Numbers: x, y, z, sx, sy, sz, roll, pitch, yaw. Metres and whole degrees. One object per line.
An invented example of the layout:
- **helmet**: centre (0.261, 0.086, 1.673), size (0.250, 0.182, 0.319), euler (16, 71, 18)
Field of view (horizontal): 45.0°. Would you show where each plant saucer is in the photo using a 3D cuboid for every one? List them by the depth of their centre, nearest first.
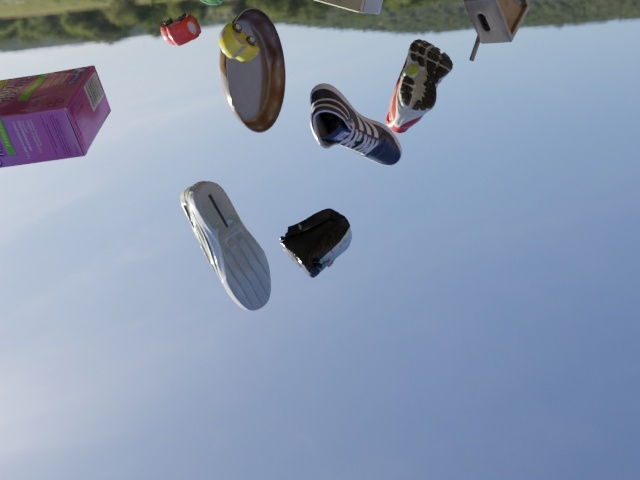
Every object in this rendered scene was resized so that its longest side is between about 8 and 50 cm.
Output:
- **plant saucer**: centre (-0.176, -0.429, 1.959), size (0.050, 0.310, 0.310), euler (4, -159, 24)

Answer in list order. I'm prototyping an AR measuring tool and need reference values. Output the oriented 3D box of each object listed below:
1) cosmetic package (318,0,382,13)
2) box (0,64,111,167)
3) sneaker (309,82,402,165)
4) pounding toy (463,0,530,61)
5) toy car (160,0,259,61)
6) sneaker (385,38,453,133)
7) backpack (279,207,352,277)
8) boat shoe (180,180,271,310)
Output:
- **cosmetic package**: centre (0.099, -0.750, 1.965), size (0.160, 0.309, 0.113), euler (23, -156, 28)
- **box**: centre (-0.608, -0.266, 1.661), size (0.243, 0.117, 0.213), euler (-7, -145, 9)
- **sneaker**: centre (0.083, -0.248, 1.857), size (0.099, 0.282, 0.153), euler (-44, -159, 26)
- **pounding toy**: centre (0.349, -0.462, 1.574), size (0.100, 0.141, 0.130), euler (9, -122, 40)
- **toy car**: centre (-0.251, -0.507, 1.714), size (0.239, 0.225, 0.053), euler (15, -135, 5)
- **sneaker**: centre (0.199, -0.333, 1.664), size (0.107, 0.118, 0.279), euler (33, -133, -4)
- **backpack**: centre (0.000, 0.000, 2.102), size (0.182, 0.115, 0.152), euler (-41, -110, -13)
- **boat shoe**: centre (-0.198, 0.009, 1.637), size (0.109, 0.302, 0.094), euler (-31, -162, -27)
